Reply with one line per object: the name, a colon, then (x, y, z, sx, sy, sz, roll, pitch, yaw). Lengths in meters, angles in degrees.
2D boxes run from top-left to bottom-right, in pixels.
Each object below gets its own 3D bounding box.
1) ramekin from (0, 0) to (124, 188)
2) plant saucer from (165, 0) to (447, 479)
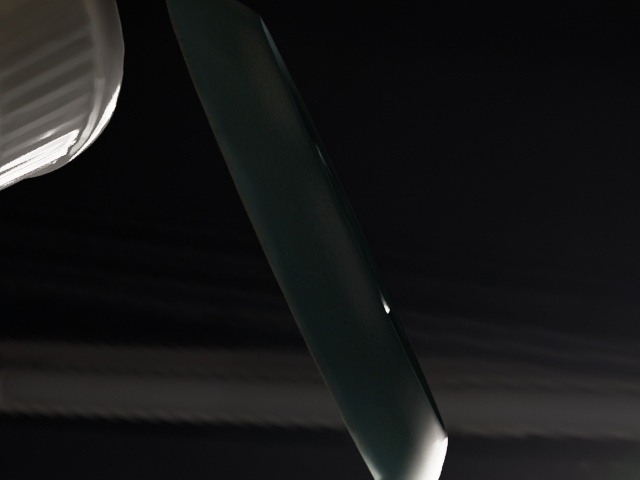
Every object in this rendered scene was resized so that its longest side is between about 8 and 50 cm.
ramekin: (-0.277, -0.139, 1.307, 0.273, 0.127, 0.273, 19, -51, 25)
plant saucer: (0.000, 0.000, 1.068, 0.044, 0.317, 0.317, -24, -50, 2)
